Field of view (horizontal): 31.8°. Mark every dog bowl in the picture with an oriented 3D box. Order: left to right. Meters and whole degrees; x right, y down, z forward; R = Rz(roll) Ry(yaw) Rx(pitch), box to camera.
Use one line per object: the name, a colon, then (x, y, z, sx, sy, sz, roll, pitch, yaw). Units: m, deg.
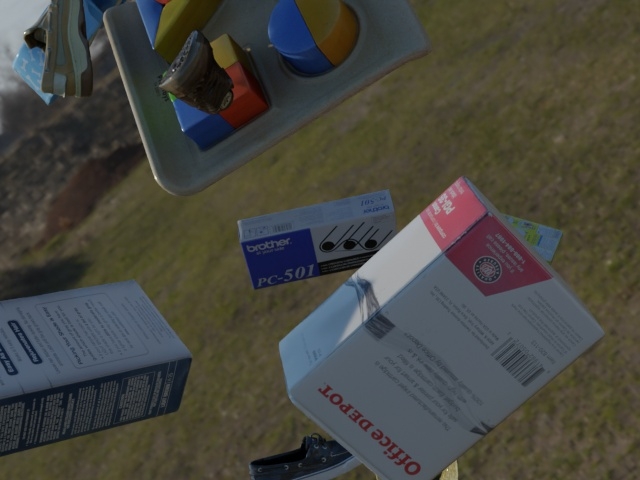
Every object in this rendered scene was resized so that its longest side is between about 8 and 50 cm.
dog bowl: (-0.337, -0.328, 1.602, 0.166, 0.074, 0.297, -36, 24, 59)

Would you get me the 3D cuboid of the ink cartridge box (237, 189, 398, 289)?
ink cartridge box: (0.000, 0.000, 1.508, 0.207, 0.097, 0.046, -12, 45, 1)

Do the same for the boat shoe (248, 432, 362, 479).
boat shoe: (-0.020, 0.379, 1.979, 0.228, 0.076, 0.080, -18, 14, -5)

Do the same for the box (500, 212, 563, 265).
box: (0.340, 0.000, 2.043, 0.105, 0.179, 0.043, -55, -22, -47)

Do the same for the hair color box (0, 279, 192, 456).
hair color box: (-0.357, 0.162, 1.414, 0.347, 0.174, 0.105, -8, -51, -37)

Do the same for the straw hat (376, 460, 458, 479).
straw hat: (0.143, 0.292, 1.478, 0.061, 0.144, 0.144, 1, -24, -45)

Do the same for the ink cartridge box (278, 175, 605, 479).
ink cartridge box: (0.123, 0.105, 1.208, 0.283, 0.207, 0.117, -42, 23, 10)

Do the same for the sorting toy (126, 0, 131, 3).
sorting toy: (-0.160, -0.339, 1.486, 0.193, 0.038, 0.208, -10, -40, -17)

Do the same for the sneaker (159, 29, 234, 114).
sneaker: (-0.113, -0.161, 1.109, 0.066, 0.071, 0.188, -57, 11, 3)

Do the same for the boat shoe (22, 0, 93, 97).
boat shoe: (-0.309, -0.243, 1.307, 0.068, 0.072, 0.190, 101, 158, -47)

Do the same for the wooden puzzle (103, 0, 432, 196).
wooden puzzle: (-0.084, -0.259, 1.319, 0.348, 0.080, 0.322, -28, 57, 9)
